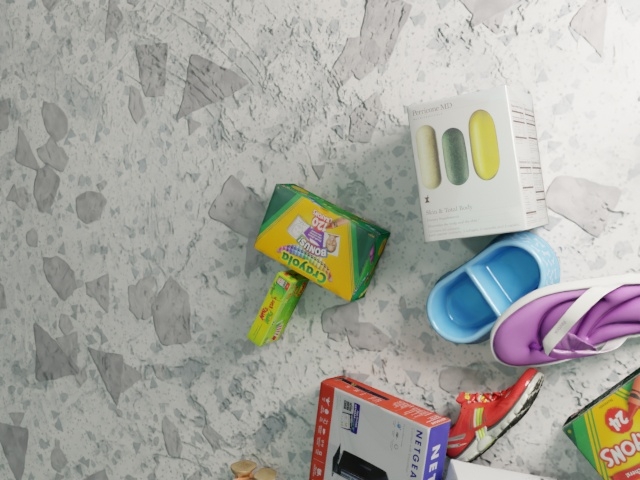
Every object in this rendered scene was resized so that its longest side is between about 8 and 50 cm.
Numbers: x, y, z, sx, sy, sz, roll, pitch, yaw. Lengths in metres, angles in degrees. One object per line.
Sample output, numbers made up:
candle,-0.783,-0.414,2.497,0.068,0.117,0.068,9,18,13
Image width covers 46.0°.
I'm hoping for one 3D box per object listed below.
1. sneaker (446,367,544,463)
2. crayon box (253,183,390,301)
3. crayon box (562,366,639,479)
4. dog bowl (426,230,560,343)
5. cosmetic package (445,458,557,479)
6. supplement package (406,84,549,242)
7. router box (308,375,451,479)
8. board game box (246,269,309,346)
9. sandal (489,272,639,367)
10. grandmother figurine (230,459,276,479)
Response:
sneaker,0.337,0.348,1.545,0.118,0.107,0.279,49,114,22
crayon box,0.000,0.000,1.705,0.278,0.081,0.165,28,107,23
crayon box,0.637,0.414,1.400,0.202,0.081,0.318,-45,74,23
dog bowl,0.341,0.103,1.535,0.297,0.074,0.166,-39,77,26
cosmetic package,0.350,0.581,1.491,0.224,0.138,0.224,10,101,1
supplement package,0.307,-0.143,1.459,0.199,0.198,0.263,-7,91,29
router box,0.116,0.502,1.649,0.301,0.082,0.335,14,101,41
board game box,-0.098,0.156,1.765,0.043,0.092,0.181,34,109,21
sandal,0.507,0.153,1.396,0.416,0.102,0.169,-22,110,24
grandmother figurine,-0.198,0.727,1.871,0.207,0.104,0.342,13,98,36
